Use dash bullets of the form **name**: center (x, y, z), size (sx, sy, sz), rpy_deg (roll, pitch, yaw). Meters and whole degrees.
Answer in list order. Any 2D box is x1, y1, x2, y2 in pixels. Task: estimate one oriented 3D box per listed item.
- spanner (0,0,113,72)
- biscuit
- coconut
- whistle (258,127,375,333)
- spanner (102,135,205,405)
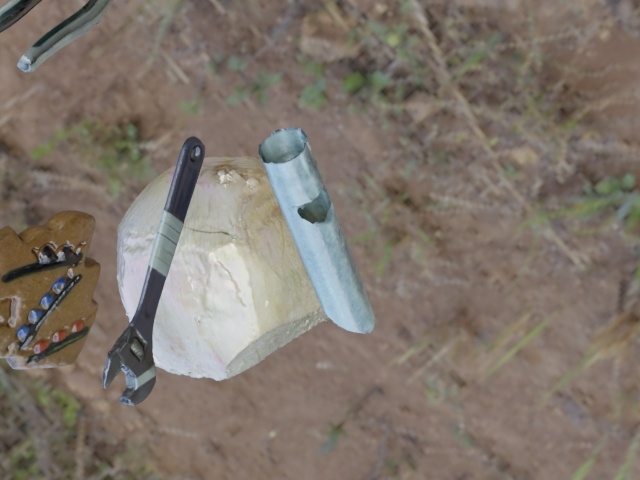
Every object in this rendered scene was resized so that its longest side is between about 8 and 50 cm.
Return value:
- **spanner**: center (-0.279, -0.324, 1.692), size (0.095, 0.325, 0.040), rpy_deg (42, 149, 2)
- **biscuit**: center (-0.420, 0.093, 2.038), size (0.043, 0.278, 0.301), rpy_deg (37, 162, 38)
- **coconut**: center (-0.125, 0.017, 1.797), size (0.297, 0.297, 0.254), rpy_deg (36, 150, 64)
- **whistle**: center (0.000, 0.000, 1.612), size (0.062, 0.062, 0.312), rpy_deg (43, 161, 45)
- **spanner**: center (-0.186, 0.031, 1.553), size (0.024, 0.316, 0.087), rpy_deg (11, 173, 30)
